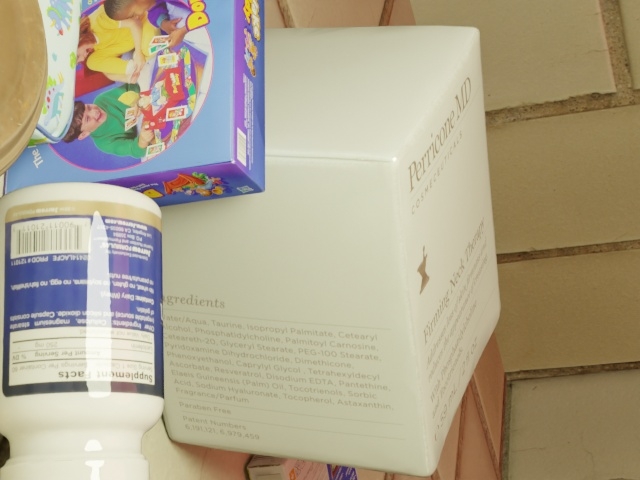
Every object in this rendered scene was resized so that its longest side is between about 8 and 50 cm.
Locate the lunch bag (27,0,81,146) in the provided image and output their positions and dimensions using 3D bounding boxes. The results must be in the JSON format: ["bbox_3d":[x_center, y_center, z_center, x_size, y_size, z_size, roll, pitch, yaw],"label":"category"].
[{"bbox_3d":[-0.286,-0.201,1.008,0.176,0.090,0.219,45,41,-64],"label":"lunch bag"}]

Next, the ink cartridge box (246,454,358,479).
[{"bbox_3d":[-0.007,0.391,1.716,0.303,0.072,0.307,-55,137,-67],"label":"ink cartridge box"}]

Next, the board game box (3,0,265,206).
[{"bbox_3d":[-0.175,-0.204,1.126,0.078,0.233,0.347,44,42,-63],"label":"board game box"}]

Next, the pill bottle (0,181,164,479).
[{"bbox_3d":[-0.213,0.094,1.015,0.153,0.153,0.264,34,52,-68],"label":"pill bottle"}]

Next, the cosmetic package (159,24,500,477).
[{"bbox_3d":[0.000,0.000,1.315,0.329,0.328,0.393,-56,144,-51],"label":"cosmetic package"}]

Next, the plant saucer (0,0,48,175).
[{"bbox_3d":[-0.306,-0.162,0.840,0.278,0.041,0.277,19,64,-45],"label":"plant saucer"}]
